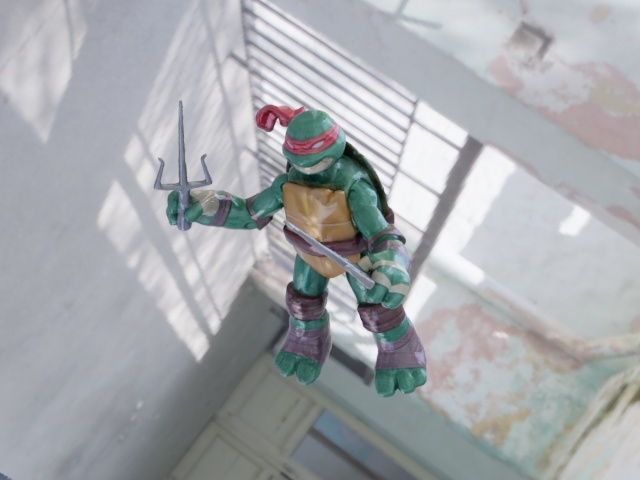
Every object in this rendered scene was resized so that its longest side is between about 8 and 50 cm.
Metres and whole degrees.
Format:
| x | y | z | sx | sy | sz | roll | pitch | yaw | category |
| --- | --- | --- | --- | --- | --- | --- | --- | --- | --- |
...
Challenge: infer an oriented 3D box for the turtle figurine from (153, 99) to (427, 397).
| x | y | z | sx | sy | sz | roll | pitch | yaw | category |
| --- | --- | --- | --- | --- | --- | --- | --- | --- | --- |
| 0.000 | 0.000 | 0.619 | 0.118 | 0.175 | 0.234 | -44 | 135 | -31 | turtle figurine |

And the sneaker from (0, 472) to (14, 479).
| x | y | z | sx | sy | sz | roll | pitch | yaw | category |
| --- | --- | --- | --- | --- | --- | --- | --- | --- | --- |
| -0.363 | 0.145 | 0.573 | 0.112 | 0.319 | 0.131 | -28 | -142 | 65 | sneaker |
